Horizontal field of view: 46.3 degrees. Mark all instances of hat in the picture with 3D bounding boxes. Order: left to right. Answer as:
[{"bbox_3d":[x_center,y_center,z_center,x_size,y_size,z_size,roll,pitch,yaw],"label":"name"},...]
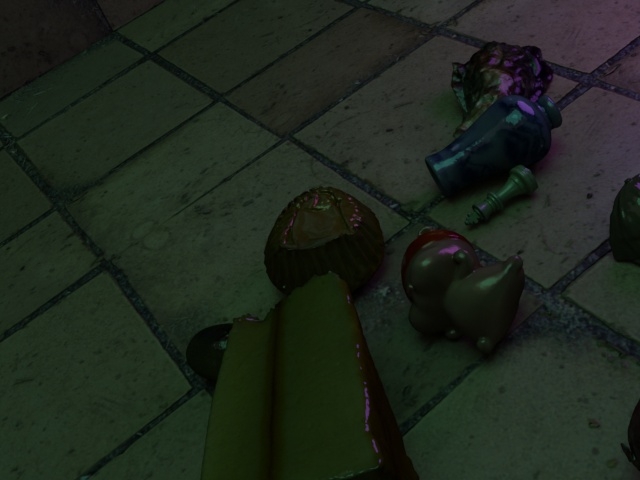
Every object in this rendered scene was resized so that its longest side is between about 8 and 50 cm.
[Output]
[{"bbox_3d":[0.559,-0.031,1.160,0.166,0.144,0.173,-41,21,-16],"label":"hat"}]

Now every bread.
[{"bbox_3d":[-0.047,0.188,0.993,0.233,0.245,0.362,-23,59,9],"label":"bread"},{"bbox_3d":[0.001,0.001,1.368,0.240,0.139,0.240,-13,39,11],"label":"bread"}]

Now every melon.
[{"bbox_3d":[-0.150,0.190,1.271,0.162,0.099,0.099,-5,44,19],"label":"melon"}]

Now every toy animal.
[{"bbox_3d":[0.215,0.071,1.183,0.197,0.171,0.171,24,59,38],"label":"toy animal"}]

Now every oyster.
[{"bbox_3d":[0.372,-0.330,1.575,0.275,0.100,0.271,-21,44,1],"label":"oyster"}]

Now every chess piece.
[{"bbox_3d":[0.323,-0.073,1.366,0.149,0.059,0.059,-38,42,-6],"label":"chess piece"}]

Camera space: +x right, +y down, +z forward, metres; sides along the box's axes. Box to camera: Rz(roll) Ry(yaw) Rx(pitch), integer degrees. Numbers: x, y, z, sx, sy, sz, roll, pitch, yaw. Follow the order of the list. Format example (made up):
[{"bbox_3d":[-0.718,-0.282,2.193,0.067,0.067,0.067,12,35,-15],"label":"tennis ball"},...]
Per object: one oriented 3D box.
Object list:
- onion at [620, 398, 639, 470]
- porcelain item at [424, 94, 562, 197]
[{"bbox_3d":[0.468,0.218,0.912,0.159,0.159,0.195,14,42,35],"label":"onion"},{"bbox_3d":[0.329,-0.182,1.421,0.259,0.141,0.141,-30,40,7],"label":"porcelain item"}]
